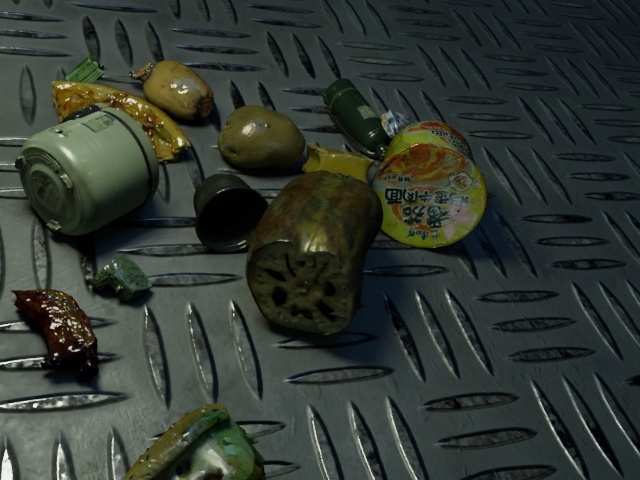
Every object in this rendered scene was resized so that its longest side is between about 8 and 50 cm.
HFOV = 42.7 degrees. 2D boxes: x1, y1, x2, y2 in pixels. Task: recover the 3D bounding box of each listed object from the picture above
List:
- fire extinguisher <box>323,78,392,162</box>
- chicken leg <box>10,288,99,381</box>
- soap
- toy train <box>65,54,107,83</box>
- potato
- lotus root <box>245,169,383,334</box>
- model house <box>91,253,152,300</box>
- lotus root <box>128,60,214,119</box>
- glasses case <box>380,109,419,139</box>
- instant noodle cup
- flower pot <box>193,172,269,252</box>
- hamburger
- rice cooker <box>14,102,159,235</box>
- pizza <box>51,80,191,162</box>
[{"bbox_3d":[0.112,-0.284,2.073,0.118,0.093,0.294,-11,52,-31],"label":"fire extinguisher"},{"bbox_3d":[-0.447,0.151,1.404,0.105,0.063,0.234,-10,48,-36],"label":"chicken leg"},{"bbox_3d":[0.035,-0.168,1.850,0.135,0.076,0.233,12,10,-10],"label":"soap"},{"bbox_3d":[-0.544,-0.386,1.904,0.056,0.093,0.038,48,20,-25],"label":"toy train"},{"bbox_3d":[-0.131,-0.229,1.889,0.194,0.157,0.157,20,40,-22],"label":"potato"},{"bbox_3d":[0.000,0.000,1.617,0.251,0.250,0.346,23,42,2],"label":"lotus root"},{"bbox_3d":[-0.367,0.078,1.524,0.083,0.066,0.079,45,33,1],"label":"model house"},{"bbox_3d":[-0.353,-0.366,1.952,0.221,0.118,0.125,34,26,10],"label":"lotus root"},{"bbox_3d":[0.235,-0.254,2.042,0.248,0.065,0.086,18,48,-52],"label":"glasses case"},{"bbox_3d":[0.247,-0.140,1.872,0.265,0.264,0.200,19,32,-3],"label":"instant noodle cup"},{"bbox_3d":[-0.194,-0.066,1.681,0.158,0.157,0.107,-4,34,-25],"label":"flower pot"},{"bbox_3d":[-0.185,0.367,1.198,0.168,0.192,0.288,28,40,23],"label":"hamburger"},{"bbox_3d":[-0.446,-0.140,1.600,0.226,0.226,0.244,38,47,19],"label":"rice cooker"},{"bbox_3d":[-0.452,-0.279,1.846,0.258,0.087,0.268,-5,46,-31],"label":"pizza"}]
